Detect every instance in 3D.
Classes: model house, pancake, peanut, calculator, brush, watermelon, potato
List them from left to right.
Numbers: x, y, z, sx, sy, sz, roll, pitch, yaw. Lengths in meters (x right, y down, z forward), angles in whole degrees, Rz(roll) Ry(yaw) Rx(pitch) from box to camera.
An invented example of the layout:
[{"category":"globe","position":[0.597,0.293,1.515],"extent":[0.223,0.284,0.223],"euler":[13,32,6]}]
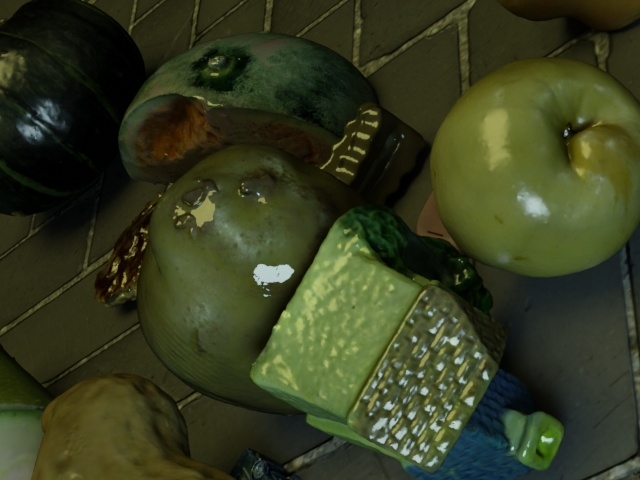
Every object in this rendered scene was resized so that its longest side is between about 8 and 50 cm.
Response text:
[{"category":"peanut","position":[-0.152,0.254,1.380],"extent":[0.192,0.169,0.387],"euler":[-26,43,-10]},{"category":"pancake","position":[-0.160,0.021,1.848],"extent":[0.266,0.057,0.244],"euler":[-51,39,16]},{"category":"watermelon","position":[-0.089,-0.176,1.755],"extent":[0.322,0.175,0.188],"euler":[-1,59,22]},{"category":"potato","position":[-0.043,0.044,1.425],"extent":[0.221,0.243,0.326],"euler":[-64,0,-24]},{"category":"brush","position":[0.000,0.000,1.612],"extent":[0.301,0.084,0.071],"euler":[-57,26,8]},{"category":"model house","position":[0.098,0.105,1.254],"extent":[0.189,0.214,0.195],"euler":[30,85,49]},{"category":"calculator","position":[0.139,-0.038,1.492],"extent":[0.103,0.024,0.166],"euler":[17,74,58]}]

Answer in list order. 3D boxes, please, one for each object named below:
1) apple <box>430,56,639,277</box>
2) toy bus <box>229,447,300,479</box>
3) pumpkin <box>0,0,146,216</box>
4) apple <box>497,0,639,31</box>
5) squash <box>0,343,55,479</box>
[{"category":"apple","position":[0.182,-0.060,1.302],"extent":[0.200,0.200,0.200],"euler":[-35,36,30]},{"category":"toy bus","position":[-0.040,0.256,1.436],"extent":[0.065,0.047,0.166],"euler":[-56,31,7]},{"category":"pumpkin","position":[-0.391,-0.184,2.161],"extent":[0.323,0.241,0.323],"euler":[-45,16,17]},{"category":"apple","position":[0.254,-0.368,1.508],"extent":[0.252,0.314,0.309],"euler":[93,-172,-49]},{"category":"squash","position":[-0.413,0.247,1.754],"extent":[0.263,0.263,0.384],"euler":[-57,30,-3]}]
